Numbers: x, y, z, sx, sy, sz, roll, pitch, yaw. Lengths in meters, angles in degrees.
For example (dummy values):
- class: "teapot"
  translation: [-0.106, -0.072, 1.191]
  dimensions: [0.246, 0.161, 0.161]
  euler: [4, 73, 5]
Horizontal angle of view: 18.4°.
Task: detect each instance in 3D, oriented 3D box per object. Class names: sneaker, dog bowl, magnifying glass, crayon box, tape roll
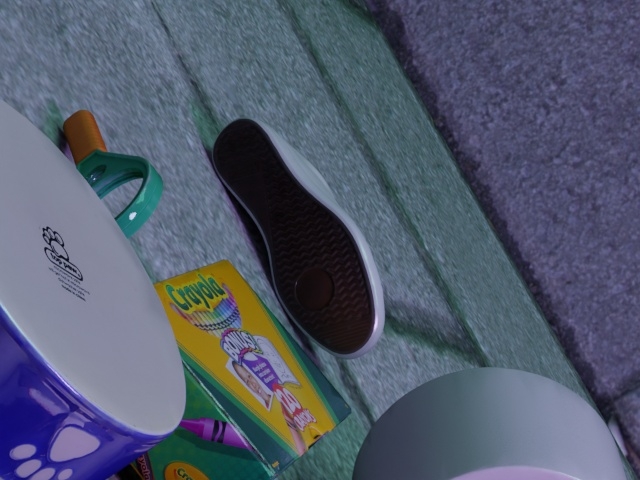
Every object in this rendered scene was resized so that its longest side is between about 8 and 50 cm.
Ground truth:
- class: "sneaker"
  translation: [0.000, 0.000, 2.028]
  dimensions: [0.123, 0.106, 0.290]
  euler: [28, 30, -60]
- class: "dog bowl"
  translation: [-0.200, 0.036, 1.228]
  dimensions: [0.265, 0.104, 0.265]
  euler: [53, 14, -19]
- class: "magnifying glass"
  translation: [-0.179, -0.053, 1.586]
  dimensions: [0.026, 0.092, 0.231]
  euler: [51, 4, -26]
- class: "crayon box"
  translation: [-0.082, 0.111, 1.485]
  dimensions: [0.165, 0.081, 0.278]
  euler: [50, 12, 4]
- class: "tape roll"
  translation: [0.150, 0.253, 1.683]
  dimensions: [0.246, 0.246, 0.169]
  euler: [52, 15, -21]
